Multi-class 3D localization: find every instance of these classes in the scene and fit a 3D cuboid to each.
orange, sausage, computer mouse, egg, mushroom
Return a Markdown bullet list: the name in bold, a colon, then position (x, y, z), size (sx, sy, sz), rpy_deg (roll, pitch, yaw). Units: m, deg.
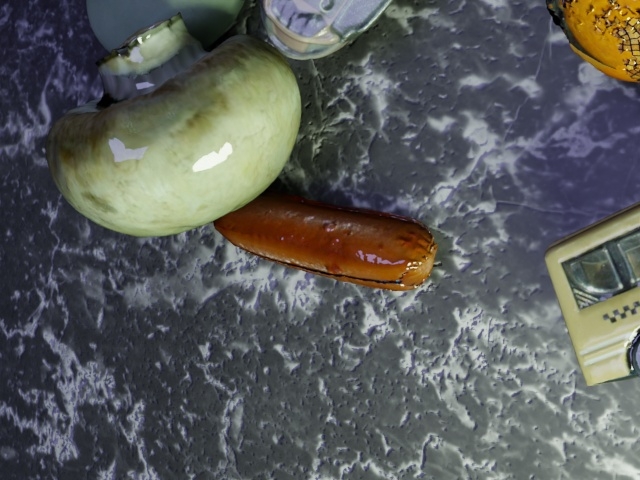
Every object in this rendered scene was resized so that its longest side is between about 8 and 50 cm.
- **orange**: position (0.347, -0.281, 0.860), size (0.234, 0.182, 0.235), rpy_deg (-8, 73, 27)
- **sausage**: position (0.000, 0.000, 1.120), size (0.330, 0.102, 0.102), rpy_deg (14, 97, 31)
- **computer mouse**: position (0.059, -0.406, 1.077), size (0.199, 0.115, 0.389), rpy_deg (37, 103, 10)
- **egg**: position (-0.218, -0.367, 1.200), size (0.282, 0.202, 0.203), rpy_deg (-36, 71, 35)
- **mushroom**: position (-0.194, -0.148, 1.104), size (0.352, 0.352, 0.260), rpy_deg (-14, 112, 32)

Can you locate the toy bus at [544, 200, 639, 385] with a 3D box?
- **toy bus**: position (0.418, 0.016, 0.808), size (0.365, 0.176, 0.202), rpy_deg (-28, 69, 30)
